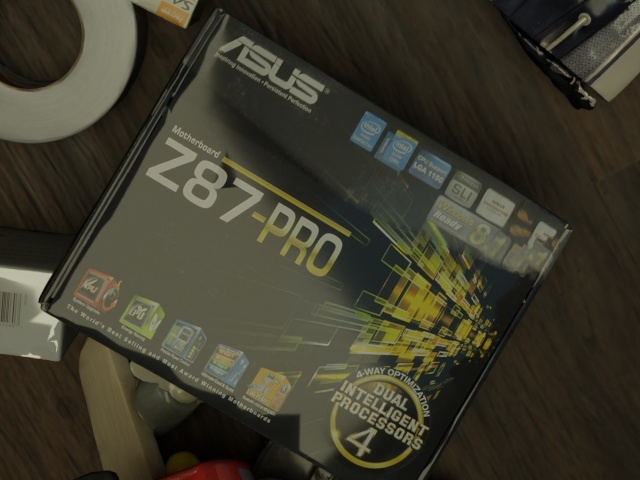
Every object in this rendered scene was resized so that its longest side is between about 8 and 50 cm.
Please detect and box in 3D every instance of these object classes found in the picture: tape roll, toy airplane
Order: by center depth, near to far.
[{"bbox_3d":[-0.285,-0.210,1.461,0.219,0.072,0.219,1,102,3],"label":"tape roll"},{"bbox_3d":[-0.140,0.319,1.469,0.272,0.384,0.386,-13,114,-25],"label":"toy airplane"}]

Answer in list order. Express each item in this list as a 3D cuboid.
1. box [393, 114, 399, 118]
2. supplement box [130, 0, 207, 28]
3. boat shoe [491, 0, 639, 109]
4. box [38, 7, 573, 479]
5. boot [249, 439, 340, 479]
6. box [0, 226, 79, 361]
[{"bbox_3d":[0.000,0.000,1.486,0.275,0.094,0.113,-36,99,10],"label":"box"},{"bbox_3d":[-0.146,-0.240,1.434,0.062,0.098,0.036,26,102,-4],"label":"supplement box"},{"bbox_3d":[0.309,-0.294,1.387,0.158,0.127,0.340,38,102,-14],"label":"boat shoe"},{"bbox_3d":[-0.013,0.022,1.367,0.394,0.097,0.318,32,87,-8],"label":"box"},{"bbox_3d":[0.007,0.316,1.571,0.229,0.091,0.263,25,99,2],"label":"boot"},{"bbox_3d":[-0.304,0.049,1.469,0.130,0.170,0.091,6,102,1],"label":"box"}]
